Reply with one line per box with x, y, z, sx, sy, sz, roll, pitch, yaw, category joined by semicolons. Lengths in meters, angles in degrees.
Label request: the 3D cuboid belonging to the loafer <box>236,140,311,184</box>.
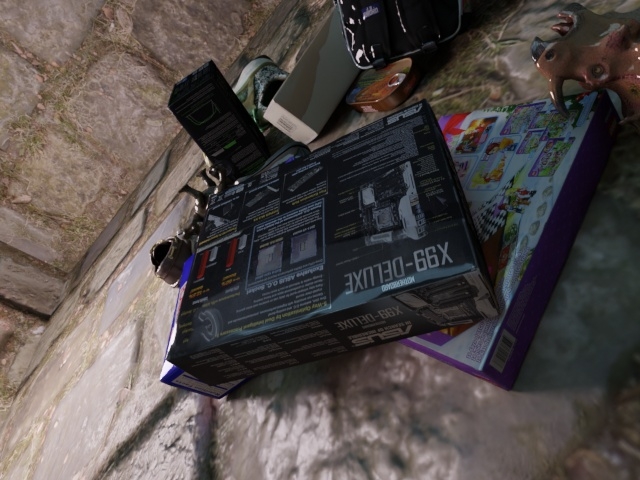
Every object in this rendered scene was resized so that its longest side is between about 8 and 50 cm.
-0.115;-0.083;0.841;0.267;0.096;0.084;-45;37;11;loafer

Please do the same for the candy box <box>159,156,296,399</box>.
-0.104;0.061;0.689;0.317;0.122;0.268;-38;35;23;candy box

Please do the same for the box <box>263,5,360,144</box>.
0.012;-0.382;0.953;0.311;0.121;0.148;-58;14;-8;box

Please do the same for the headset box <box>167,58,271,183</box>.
-0.254;-0.302;1.129;0.131;0.283;0.246;-31;35;6;headset box

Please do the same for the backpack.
0.136;-0.458;0.733;0.225;0.254;0.191;-7;29;33;backpack

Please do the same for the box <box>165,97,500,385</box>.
0.000;0.000;0.454;0.307;0.076;0.243;-20;44;20;box

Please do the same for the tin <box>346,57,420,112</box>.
0.121;-0.304;0.835;0.106;0.040;0.189;-59;29;-1;tin

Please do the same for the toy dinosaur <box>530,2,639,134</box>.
0.330;-0.132;0.291;0.200;0.127;0.296;-56;42;11;toy dinosaur

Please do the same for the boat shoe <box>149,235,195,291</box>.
-0.411;0.043;1.160;0.117;0.096;0.324;-54;30;-1;boat shoe

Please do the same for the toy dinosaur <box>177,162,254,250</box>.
-0.241;-0.102;1.047;0.313;0.160;0.121;-21;27;29;toy dinosaur

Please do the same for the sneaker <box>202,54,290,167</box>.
-0.219;-0.385;1.309;0.182;0.158;0.411;28;88;42;sneaker

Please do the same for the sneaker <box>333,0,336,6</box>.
0.125;-0.852;1.334;0.258;0.094;0.091;-45;35;16;sneaker

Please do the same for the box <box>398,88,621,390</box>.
0.161;-0.017;0.460;0.200;0.057;0.293;13;70;56;box
